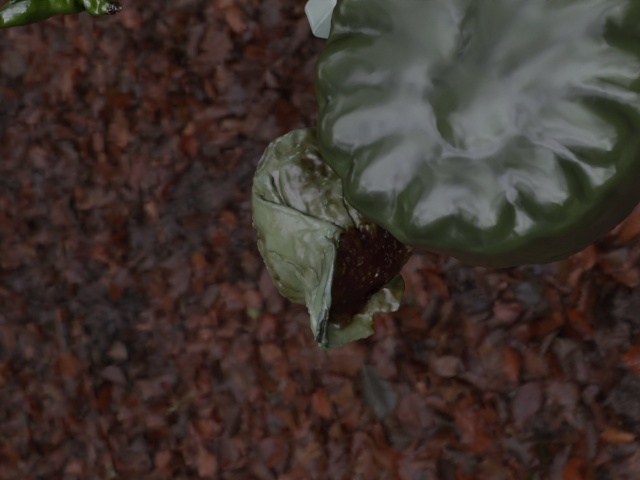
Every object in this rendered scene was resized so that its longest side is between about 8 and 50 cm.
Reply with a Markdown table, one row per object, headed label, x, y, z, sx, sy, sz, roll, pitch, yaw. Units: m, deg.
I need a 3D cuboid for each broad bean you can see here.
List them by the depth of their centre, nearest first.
| label | x | y | z | sx | sy | sz | roll | pitch | yaw |
| --- | --- | --- | --- | --- | --- | --- | --- | --- | --- |
| broad bean | -0.381 | -0.335 | 1.492 | 0.061 | 0.195 | 0.046 | -108 | 14 | -61 |

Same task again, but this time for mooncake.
| label | x | y | z | sx | sy | sz | roll | pitch | yaw |
| --- | --- | --- | --- | --- | --- | --- | --- | --- | --- |
| mooncake | 0.170 | -0.151 | 1.014 | 0.356 | 0.194 | 0.356 | -5 | 78 | 27 |

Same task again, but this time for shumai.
| label | x | y | z | sx | sy | sz | roll | pitch | yaw |
| --- | --- | --- | --- | --- | --- | --- | --- | --- | --- |
| shumai | 0.000 | 0.000 | 1.689 | 0.292 | 0.288 | 0.330 | -12 | 113 | 20 |

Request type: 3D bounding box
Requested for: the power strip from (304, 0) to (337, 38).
| label | x | y | z | sx | sy | sz | roll | pitch | yaw |
| --- | --- | --- | --- | --- | --- | --- | --- | --- | --- |
| power strip | 0.152 | -0.347 | 1.695 | 0.091 | 0.385 | 0.062 | -40 | 56 | 45 |
